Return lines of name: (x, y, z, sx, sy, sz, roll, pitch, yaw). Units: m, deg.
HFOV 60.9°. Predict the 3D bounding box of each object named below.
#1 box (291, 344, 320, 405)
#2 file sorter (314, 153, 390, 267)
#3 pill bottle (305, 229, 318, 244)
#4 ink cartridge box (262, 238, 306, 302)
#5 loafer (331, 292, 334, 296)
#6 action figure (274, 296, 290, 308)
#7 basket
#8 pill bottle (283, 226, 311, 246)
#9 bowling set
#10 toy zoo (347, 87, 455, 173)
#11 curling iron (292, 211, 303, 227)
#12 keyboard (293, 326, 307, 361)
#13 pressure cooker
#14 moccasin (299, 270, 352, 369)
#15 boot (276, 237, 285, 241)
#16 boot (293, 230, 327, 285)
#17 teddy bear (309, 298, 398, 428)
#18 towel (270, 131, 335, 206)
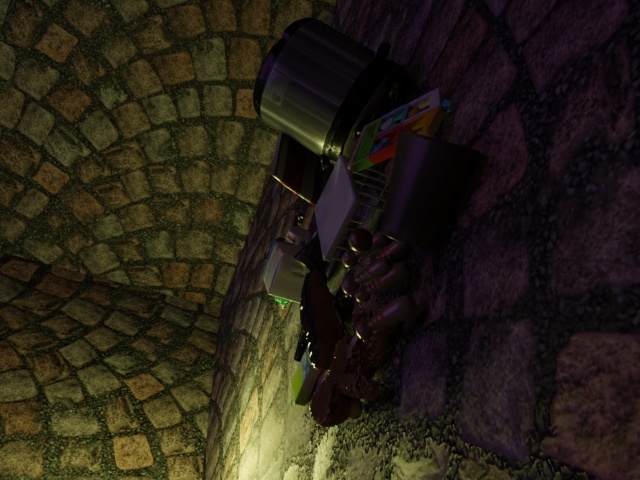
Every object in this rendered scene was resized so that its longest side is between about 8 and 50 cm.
box: (-0.043, 0.423, 1.738, 0.109, 0.042, 0.178, -111, 40, -65)
file sorter: (0.108, -0.074, 1.494, 0.277, 0.173, 0.192, -100, 31, -58)
pill bottle: (0.000, 0.000, 1.976, 0.137, 0.078, 0.078, 159, 126, -72)
ink cartridge box: (-0.107, 0.115, 2.052, 0.232, 0.171, 0.168, -132, 60, -73)
loafer: (0.015, 0.238, 1.707, 0.061, 0.062, 0.170, -53, 26, 40)
action figure: (-0.138, 0.176, 2.229, 0.063, 0.137, 0.232, -102, 23, -70)
basket: (0.222, -0.109, 1.187, 0.204, 0.154, 0.226, 37, 114, 56)
pill bottle: (-0.114, 0.048, 2.269, 0.108, 0.108, 0.193, -105, 36, -63)
bowling set: (0.100, 0.059, 1.247, 0.154, 0.200, 0.287, -34, 24, 25)
toy zoo: (0.211, -0.290, 1.402, 0.293, 0.030, 0.192, -20, 35, 40)
curling iron: (-0.126, -0.008, 2.510, 0.068, 0.035, 0.274, 155, 131, -70)
keyboard: (-0.057, 0.339, 1.924, 0.108, 0.023, 0.180, 142, 142, -75)
pressure cooker: (0.046, -0.440, 1.710, 0.375, 0.420, 0.370, -55, -10, -17)
moccasin: (0.023, 0.217, 1.585, 0.380, 0.147, 0.139, -113, 28, -62)
boot: (-0.215, 0.106, 2.626, 0.165, 0.077, 0.213, 120, 157, -45)
boot: (0.028, 0.020, 1.807, 0.229, 0.091, 0.263, -53, -25, -10)
teddy bear: (0.096, 0.298, 1.310, 0.245, 0.113, 0.338, -14, 53, 64)
towel: (-0.030, -0.221, 1.873, 0.037, 0.329, 0.237, -30, 41, 37)
